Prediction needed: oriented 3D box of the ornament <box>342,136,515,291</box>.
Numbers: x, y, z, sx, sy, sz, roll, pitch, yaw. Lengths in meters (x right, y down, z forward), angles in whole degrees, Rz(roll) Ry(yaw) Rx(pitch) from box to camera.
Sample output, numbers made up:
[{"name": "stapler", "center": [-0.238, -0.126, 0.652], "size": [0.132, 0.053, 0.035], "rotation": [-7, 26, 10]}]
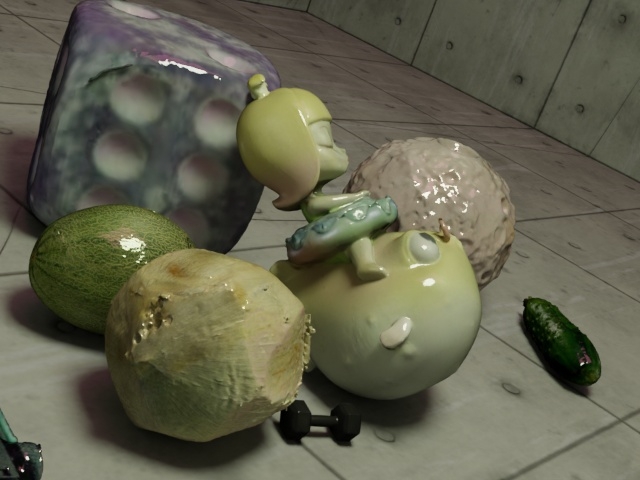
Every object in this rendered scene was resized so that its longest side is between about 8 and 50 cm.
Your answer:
[{"name": "ornament", "center": [0.156, -0.032, 1.407], "size": [0.259, 0.225, 0.259], "rotation": [17, 21, -7]}]

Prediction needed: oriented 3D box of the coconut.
[{"name": "coconut", "center": [-0.110, 0.096, 0.904], "size": [0.194, 0.194, 0.194], "rotation": [18, 21, -7]}]

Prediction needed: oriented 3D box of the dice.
[{"name": "dice", "center": [-0.216, -0.141, 1.261], "size": [0.270, 0.270, 0.271], "rotation": [13, 22, -20]}]

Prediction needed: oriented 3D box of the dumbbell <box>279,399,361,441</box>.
[{"name": "dumbbell", "center": [0.001, 0.182, 0.989], "size": [0.083, 0.036, 0.040], "rotation": [9, 23, -30]}]

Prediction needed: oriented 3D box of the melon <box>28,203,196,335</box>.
[{"name": "melon", "center": [-0.205, 0.033, 1.023], "size": [0.192, 0.139, 0.139], "rotation": [12, 22, -28]}]

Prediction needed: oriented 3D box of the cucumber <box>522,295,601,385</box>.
[{"name": "cucumber", "center": [0.335, 0.135, 1.389], "size": [0.069, 0.069, 0.227], "rotation": [15, 19, -16]}]

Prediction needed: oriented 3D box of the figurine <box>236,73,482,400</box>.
[{"name": "figurine", "center": [0.000, 0.000, 1.092], "size": [0.394, 0.274, 0.226], "rotation": [63, 1, 2]}]

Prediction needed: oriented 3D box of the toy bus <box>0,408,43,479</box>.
[{"name": "toy bus", "center": [-0.273, 0.151, 0.705], "size": [0.091, 0.109, 0.261], "rotation": [6, 27, -39]}]
